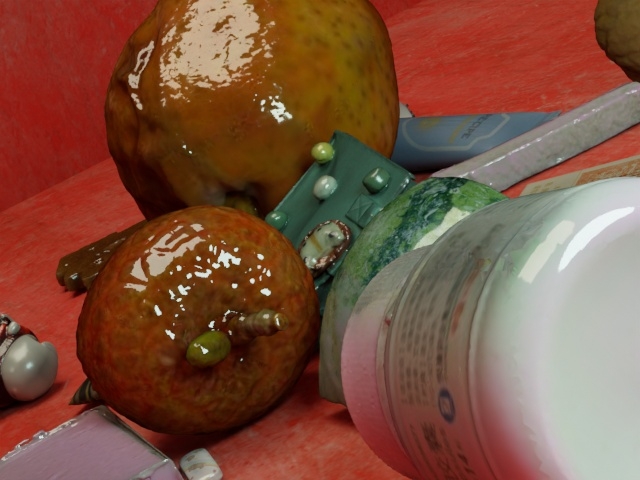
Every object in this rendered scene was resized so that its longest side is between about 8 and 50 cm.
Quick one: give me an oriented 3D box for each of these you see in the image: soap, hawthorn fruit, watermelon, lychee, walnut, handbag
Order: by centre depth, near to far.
[{"bbox_3d":[0.118,0.073,1.255,0.260,0.176,0.256,-25,54,-10],"label":"watermelon"},{"bbox_3d":[-0.240,0.255,1.279,0.181,0.081,0.259,-31,17,-19],"label":"soap"},{"bbox_3d":[-0.123,0.088,1.379,0.255,0.255,0.300,-30,28,-20],"label":"lychee"},{"bbox_3d":[-0.004,-0.003,1.598,0.269,0.100,0.274,-49,20,1],"label":"handbag"},{"bbox_3d":[0.504,-0.322,1.889,0.228,0.228,0.228,-22,15,6],"label":"walnut"},{"bbox_3d":[-0.110,-0.181,1.922,0.471,0.472,0.472,-22,15,6],"label":"hawthorn fruit"}]

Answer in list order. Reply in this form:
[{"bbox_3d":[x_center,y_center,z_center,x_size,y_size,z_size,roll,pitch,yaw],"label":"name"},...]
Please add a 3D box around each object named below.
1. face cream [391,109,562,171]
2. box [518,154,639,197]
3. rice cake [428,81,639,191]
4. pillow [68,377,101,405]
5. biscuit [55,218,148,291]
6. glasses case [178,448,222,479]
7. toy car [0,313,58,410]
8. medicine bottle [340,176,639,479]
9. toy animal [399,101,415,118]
[{"bbox_3d":[0.184,-0.151,2.031,0.385,0.086,0.135,0,34,49],"label":"face cream"},{"bbox_3d":[0.310,-0.036,1.478,0.201,0.058,0.141,-14,18,32],"label":"box"},{"bbox_3d":[0.305,-0.130,1.816,0.365,0.056,0.073,-26,17,-5],"label":"rice cake"},{"bbox_3d":[-0.215,0.156,1.664,0.203,0.038,0.113,-18,15,24],"label":"pillow"},{"bbox_3d":[-0.358,0.024,2.332,0.301,0.043,0.278,-10,23,47],"label":"biscuit"},{"bbox_3d":[-0.119,0.226,1.307,0.032,0.021,0.083,-29,16,-11],"label":"glasses case"},{"bbox_3d":[-0.415,0.179,1.802,0.112,0.112,0.139,5,45,29],"label":"toy car"},{"bbox_3d":[0.160,0.088,0.925,0.241,0.241,0.302,-30,7,-21],"label":"medicine bottle"},{"bbox_3d":[0.074,-0.208,2.317,0.104,0.131,0.221,-43,16,-12],"label":"toy animal"}]
